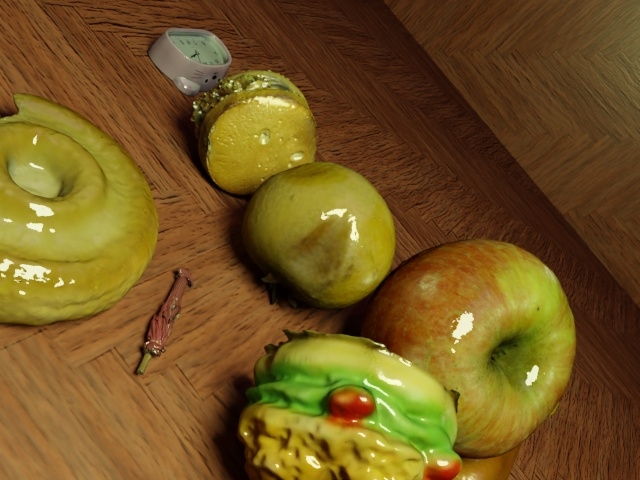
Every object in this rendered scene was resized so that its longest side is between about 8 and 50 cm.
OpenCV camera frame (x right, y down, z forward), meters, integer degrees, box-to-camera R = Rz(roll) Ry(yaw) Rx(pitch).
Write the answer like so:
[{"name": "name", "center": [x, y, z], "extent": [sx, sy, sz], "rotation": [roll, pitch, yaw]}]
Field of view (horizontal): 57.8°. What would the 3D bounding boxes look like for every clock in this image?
[{"name": "clock", "center": [-0.211, -0.308, 0.998], "extent": [0.110, 0.050, 0.153], "rotation": [52, 32, 4]}]

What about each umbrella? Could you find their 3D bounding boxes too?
[{"name": "umbrella", "center": [-0.172, 0.084, 0.651], "extent": [0.027, 0.025, 0.165], "rotation": [18, 36, -7]}]

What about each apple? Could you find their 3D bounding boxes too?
[{"name": "apple", "center": [0.187, 0.136, 0.794], "extent": [0.310, 0.250, 0.277], "rotation": [-5, 95, -33]}]

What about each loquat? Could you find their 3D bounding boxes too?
[{"name": "loquat", "center": [-0.002, -0.003, 0.784], "extent": [0.213, 0.213, 0.213], "rotation": [32, 36, -26]}]

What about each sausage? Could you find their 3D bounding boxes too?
[{"name": "sausage", "center": [0.226, 0.309, 0.834], "extent": [0.098, 0.098, 0.238], "rotation": [55, 34, 10]}]

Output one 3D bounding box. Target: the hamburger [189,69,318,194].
[{"name": "hamburger", "center": [-0.103, -0.163, 0.863], "extent": [0.191, 0.181, 0.118], "rotation": [14, 29, -32]}]

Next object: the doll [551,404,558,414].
[{"name": "doll", "center": [0.300, 0.216, 1.005], "extent": [0.237, 0.111, 0.252], "rotation": [37, 25, 21]}]

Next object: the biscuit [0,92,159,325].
[{"name": "biscuit", "center": [-0.268, -0.034, 0.597], "extent": [0.213, 0.091, 0.274], "rotation": [29, 35, -27]}]

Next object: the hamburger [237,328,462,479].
[{"name": "hamburger", "center": [0.021, 0.204, 0.579], "extent": [0.237, 0.237, 0.148], "rotation": [37, 52, -19]}]
